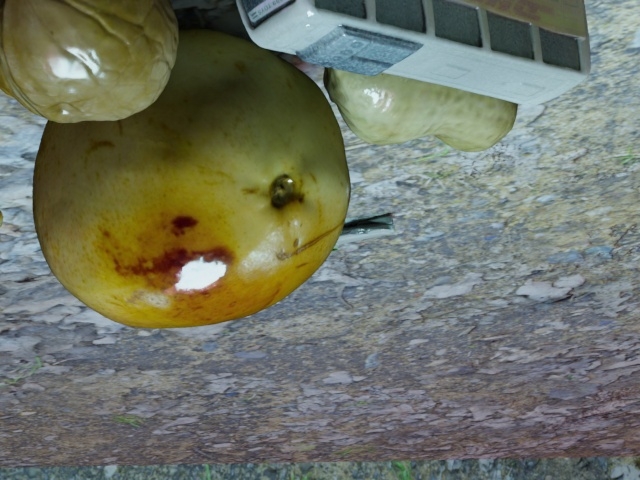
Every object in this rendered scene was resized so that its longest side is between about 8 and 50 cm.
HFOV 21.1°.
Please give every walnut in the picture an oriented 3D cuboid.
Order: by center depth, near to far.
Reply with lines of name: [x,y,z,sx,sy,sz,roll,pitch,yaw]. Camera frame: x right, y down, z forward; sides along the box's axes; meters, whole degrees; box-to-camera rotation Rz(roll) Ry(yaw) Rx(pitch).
walnut: [-0.208,-0.180,1.429,0.167,0.167,0.207,-11,160,15]

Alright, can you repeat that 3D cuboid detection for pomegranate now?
pomegranate: [-0.132,-0.061,1.633,0.319,0.319,0.319,-5,161,-2]

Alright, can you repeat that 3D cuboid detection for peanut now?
peanut: [0.100,-0.151,1.656,0.253,0.122,0.137,6,141,-39]

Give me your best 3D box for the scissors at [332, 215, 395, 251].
scissors: [0.000,0.000,2.201,0.204,0.027,0.101,-11,161,21]

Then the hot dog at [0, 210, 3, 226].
hot dog: [-0.422,-0.034,1.979,0.056,0.041,0.133,-11,167,40]

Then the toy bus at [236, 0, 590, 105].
toy bus: [0.081,-0.205,1.468,0.343,0.138,0.097,7,160,-37]
